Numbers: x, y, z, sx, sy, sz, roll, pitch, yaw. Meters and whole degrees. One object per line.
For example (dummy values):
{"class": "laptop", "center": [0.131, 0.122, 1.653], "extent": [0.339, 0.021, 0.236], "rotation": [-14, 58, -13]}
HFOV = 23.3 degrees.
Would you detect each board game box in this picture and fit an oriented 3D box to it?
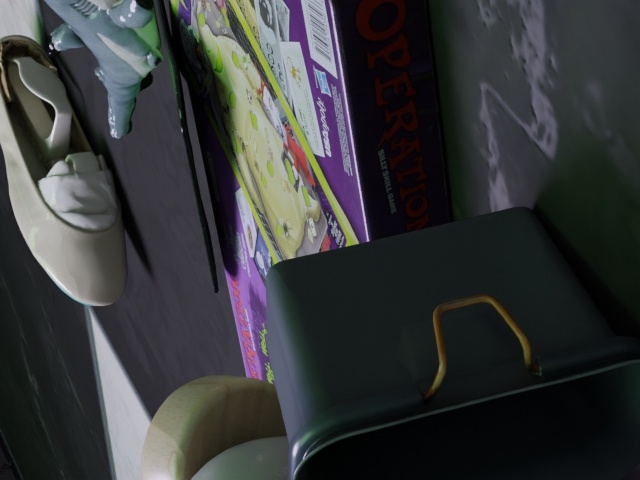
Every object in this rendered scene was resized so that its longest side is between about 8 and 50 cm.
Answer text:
{"class": "board game box", "center": [0.000, 0.000, 0.754], "extent": [0.208, 0.056, 0.347], "rotation": [39, 146, 49]}

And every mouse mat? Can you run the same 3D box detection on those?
{"class": "mouse mat", "center": [-0.078, -0.084, 0.845], "extent": [0.153, 0.007, 0.190], "rotation": [84, 173, -52]}

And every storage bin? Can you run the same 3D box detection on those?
{"class": "storage bin", "center": [0.041, 0.042, 0.557], "extent": [0.098, 0.135, 0.091], "rotation": [91, 161, -50]}

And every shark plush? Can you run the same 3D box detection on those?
{"class": "shark plush", "center": [-0.125, -0.121, 0.863], "extent": [0.161, 0.067, 0.073], "rotation": [88, 170, -66]}

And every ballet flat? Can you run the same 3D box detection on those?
{"class": "ballet flat", "center": [-0.213, -0.065, 1.250], "extent": [0.248, 0.086, 0.086], "rotation": [61, 161, 24]}

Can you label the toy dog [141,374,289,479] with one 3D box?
{"class": "toy dog", "center": [0.001, 0.223, 0.694], "extent": [0.334, 0.161, 0.220], "rotation": [59, 151, 1]}
